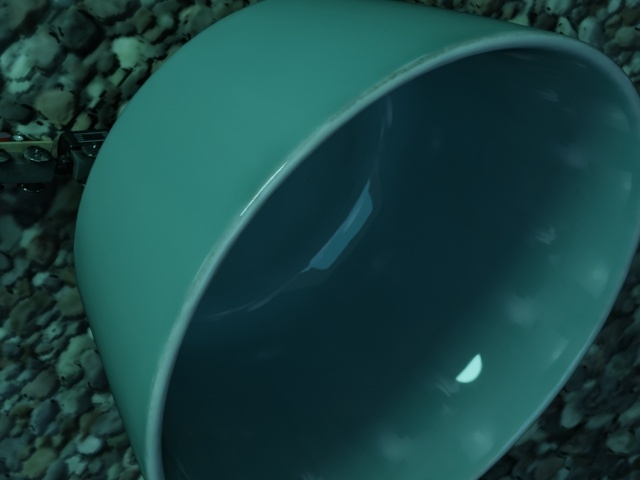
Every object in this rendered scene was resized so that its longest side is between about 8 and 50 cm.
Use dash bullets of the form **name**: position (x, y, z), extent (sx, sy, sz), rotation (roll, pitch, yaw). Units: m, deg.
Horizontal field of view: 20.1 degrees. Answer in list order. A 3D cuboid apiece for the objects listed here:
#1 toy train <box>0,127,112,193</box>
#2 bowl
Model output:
- **toy train**: position (-0.160, -0.041, 0.905), extent (0.158, 0.036, 0.027), rotation (-5, 126, -29)
- **bowl**: position (0.000, 0.000, 0.913), extent (0.311, 0.163, 0.311), rotation (-27, 137, -28)
